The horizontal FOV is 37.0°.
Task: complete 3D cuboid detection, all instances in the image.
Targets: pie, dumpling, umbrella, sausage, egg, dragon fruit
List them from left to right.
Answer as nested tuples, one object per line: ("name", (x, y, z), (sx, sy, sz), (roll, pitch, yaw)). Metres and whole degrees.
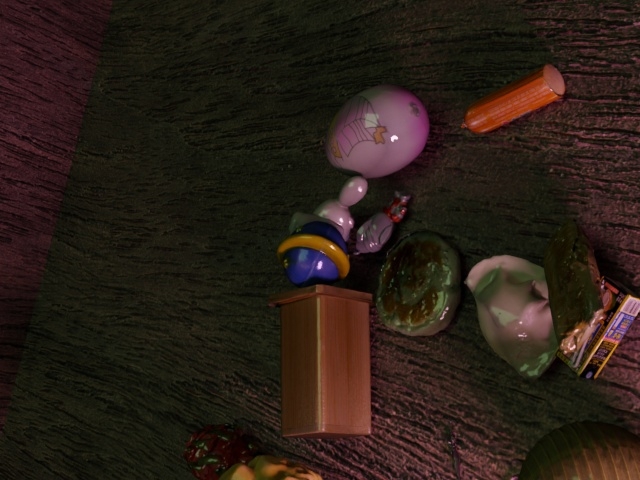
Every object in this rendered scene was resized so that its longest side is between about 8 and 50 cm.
("dragon fruit", (-0.227, 0.520, 2.269), (0.172, 0.166, 0.160), (22, 88, 39))
("egg", (0.116, -0.235, 2.094), (0.271, 0.196, 0.196), (-11, 68, 41))
("pie", (0.201, 0.091, 1.983), (0.240, 0.054, 0.241), (-24, 57, 43))
("umbrella", (0.256, 0.404, 1.831), (0.022, 0.013, 0.122), (-13, 63, 24))
("sausage", (0.371, -0.271, 1.898), (0.234, 0.071, 0.071), (-25, 58, 44))
("dumpling", (0.368, 0.133, 1.728), (0.166, 0.126, 0.216), (-29, 41, 8))
("pie", (0.431, 0.077, 1.618), (0.282, 0.068, 0.129), (-78, 13, -55))

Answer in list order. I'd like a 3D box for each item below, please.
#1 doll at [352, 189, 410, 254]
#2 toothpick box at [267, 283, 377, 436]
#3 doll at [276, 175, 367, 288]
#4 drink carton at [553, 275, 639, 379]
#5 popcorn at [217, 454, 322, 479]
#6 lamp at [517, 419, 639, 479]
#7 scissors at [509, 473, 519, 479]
("doll", (0.135, -0.036, 2.099), (0.180, 0.079, 0.094), (-52, 33, 6))
("toothpick box", (0.009, 0.265, 2.056), (0.190, 0.187, 0.308), (-17, 67, 46))
("doll", (-0.019, 0.010, 2.132), (0.311, 0.159, 0.243), (122, 159, -64))
("drink carton", (0.473, 0.150, 1.628), (0.166, 0.056, 0.071), (-62, 35, 14))
("popcorn", (-0.096, 0.636, 1.931), (0.354, 0.344, 0.390), (-74, 0, -57))
("lamp", (0.442, 0.393, 1.459), (0.250, 0.284, 0.250), (170, 90, -87))
("scissors", (0.349, 0.502, 1.672), (0.085, 0.022, 0.176), (1, 74, 49))
